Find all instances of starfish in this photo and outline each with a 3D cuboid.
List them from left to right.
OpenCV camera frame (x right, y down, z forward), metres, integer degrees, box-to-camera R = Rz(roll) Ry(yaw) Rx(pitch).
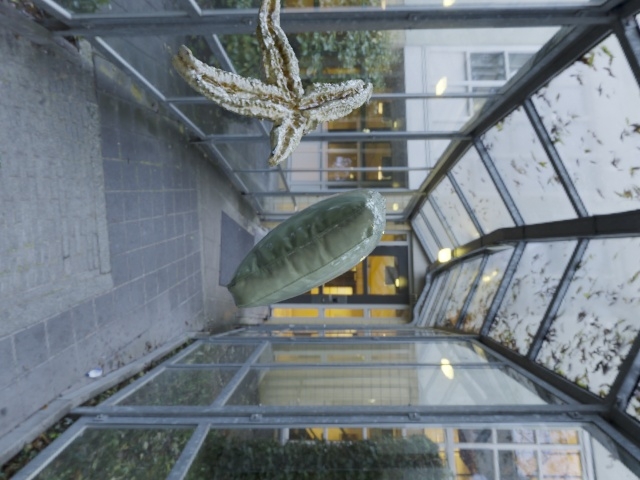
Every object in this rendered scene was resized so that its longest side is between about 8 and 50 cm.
[{"bbox_3d":[-0.072,-0.332,0.829,0.082,0.324,0.432,-25,-160,51],"label":"starfish"}]

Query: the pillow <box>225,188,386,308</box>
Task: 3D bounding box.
[{"bbox_3d":[0.000,0.000,0.694,0.120,0.255,0.322,60,12,-4],"label":"pillow"}]
